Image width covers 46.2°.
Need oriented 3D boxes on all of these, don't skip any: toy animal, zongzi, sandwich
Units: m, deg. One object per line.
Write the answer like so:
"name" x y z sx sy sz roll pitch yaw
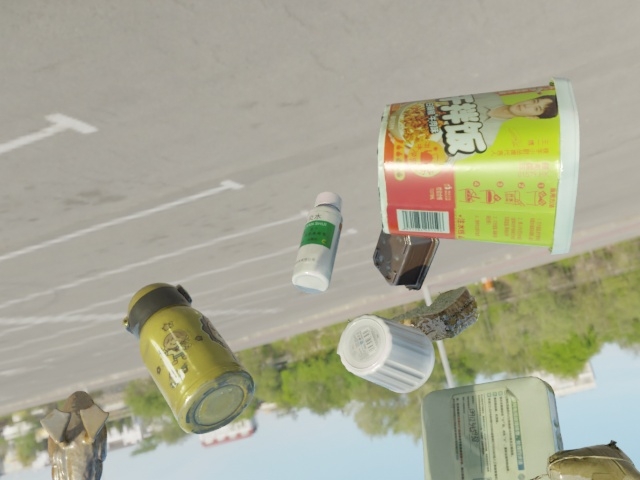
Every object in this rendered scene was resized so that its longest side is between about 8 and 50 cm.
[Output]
"toy animal" -0.342 0.307 1.064 0.089 0.188 0.179 -1 150 -13
"zongzi" 0.503 0.447 1.356 0.189 0.081 0.178 -6 -156 -14
"sandwich" 0.308 0.236 2.198 0.288 0.100 0.254 -19 -174 34

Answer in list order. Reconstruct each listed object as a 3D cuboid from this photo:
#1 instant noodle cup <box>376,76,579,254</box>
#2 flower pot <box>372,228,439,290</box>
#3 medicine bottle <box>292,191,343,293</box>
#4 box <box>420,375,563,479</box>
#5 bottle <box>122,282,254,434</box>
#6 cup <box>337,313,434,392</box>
"instant noodle cup" 0.260 -0.124 1.268 0.307 0.294 0.294 0 174 11
"flower pot" 0.217 0.020 2.032 0.084 0.179 0.251 -13 138 -29
"medicine bottle" 0.000 0.000 1.811 0.095 0.260 0.095 9 143 7
"box" 0.486 0.602 2.125 0.396 0.396 0.111 -15 151 30
"bottle" -0.295 0.226 1.594 0.171 0.351 0.172 -25 140 -23
"cup" 0.137 0.283 1.829 0.221 0.167 0.202 -31 145 24
